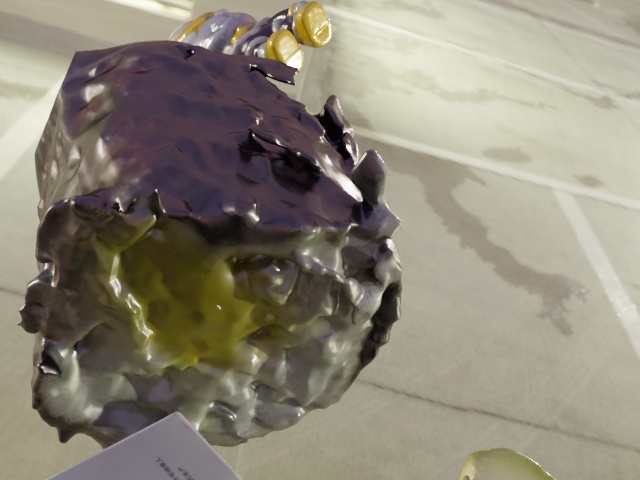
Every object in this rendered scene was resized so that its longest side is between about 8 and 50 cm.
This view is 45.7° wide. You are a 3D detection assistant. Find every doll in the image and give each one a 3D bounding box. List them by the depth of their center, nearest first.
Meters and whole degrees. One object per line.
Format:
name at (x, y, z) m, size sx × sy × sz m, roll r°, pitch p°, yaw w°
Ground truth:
doll at (-0.110, -0.208, 0.871) m, size 0.103 × 0.145 × 0.316 m, roll 27°, pitch -11°, yaw -36°

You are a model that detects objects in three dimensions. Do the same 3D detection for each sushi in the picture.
sushi at (-0.096, -0.004, 0.656) m, size 0.300 × 0.281 × 0.294 m, roll -2°, pitch 34°, yaw -14°

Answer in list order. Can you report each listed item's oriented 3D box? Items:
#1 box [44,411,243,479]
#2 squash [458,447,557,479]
box at (-0.132, 0.241, 0.387) m, size 0.200 × 0.106 × 0.299 m, roll 39°, pitch 34°, yaw 25°
squash at (0.118, 0.211, 0.269) m, size 0.093 × 0.169 × 0.252 m, roll 9°, pitch 10°, yaw -17°
